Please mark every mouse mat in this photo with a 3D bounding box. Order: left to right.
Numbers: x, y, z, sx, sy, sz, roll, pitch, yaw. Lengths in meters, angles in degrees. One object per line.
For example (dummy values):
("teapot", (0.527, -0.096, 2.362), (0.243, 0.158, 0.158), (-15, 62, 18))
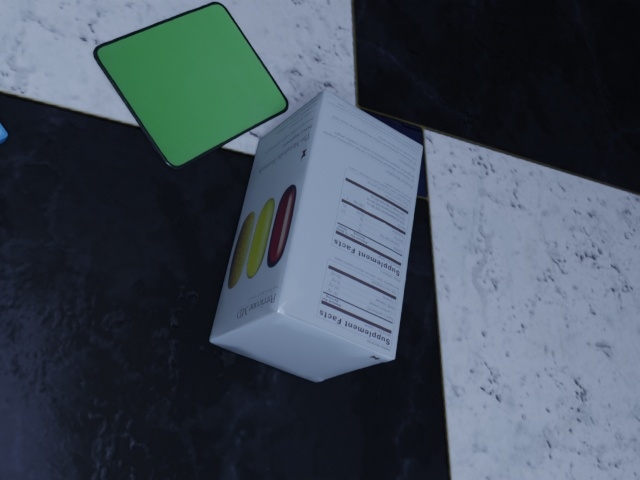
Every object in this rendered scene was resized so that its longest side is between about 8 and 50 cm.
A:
("mouse mat", (-0.134, -0.174, 0.877), (0.190, 0.007, 0.152), (-36, 94, -39))

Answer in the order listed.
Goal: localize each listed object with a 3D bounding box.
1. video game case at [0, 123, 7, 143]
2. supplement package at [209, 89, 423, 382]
("video game case", (-0.371, -0.100, 0.680), (0.166, 0.015, 0.119), (-39, 95, -38))
("supplement package", (0.000, 0.000, 0.815), (0.134, 0.139, 0.244), (25, 59, -26))
